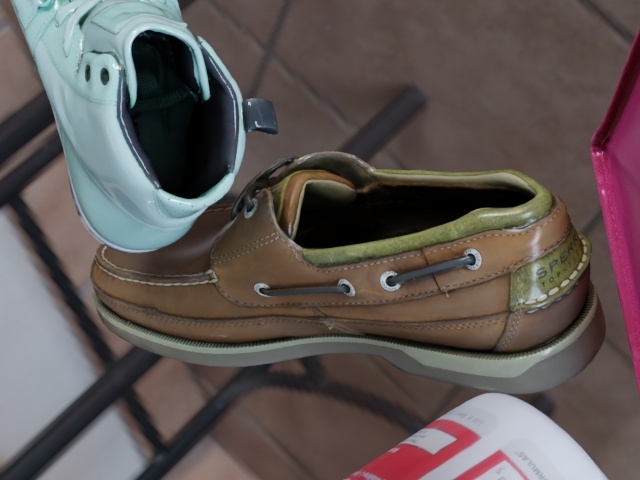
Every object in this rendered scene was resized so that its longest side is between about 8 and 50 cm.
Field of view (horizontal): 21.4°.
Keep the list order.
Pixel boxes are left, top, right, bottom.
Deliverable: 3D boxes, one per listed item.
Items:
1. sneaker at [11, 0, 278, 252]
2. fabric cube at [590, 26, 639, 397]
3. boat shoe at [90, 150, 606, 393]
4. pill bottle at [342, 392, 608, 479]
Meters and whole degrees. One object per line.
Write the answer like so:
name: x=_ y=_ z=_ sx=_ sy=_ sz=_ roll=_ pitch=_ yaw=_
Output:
sneaker: x=-0.096 y=-0.125 z=0.821 sx=0.151 sy=0.094 sz=0.255 roll=-17 pitch=91 yaw=68
fabric cube: x=0.292 y=-0.014 z=0.767 sx=0.258 sy=0.259 sz=0.254 roll=-2 pitch=150 yaw=-6
boat shoe: x=0.000 y=0.000 z=0.897 sx=0.307 sy=0.110 sz=0.104 roll=2 pitch=129 yaw=29
pill bottle: x=0.023 y=0.302 z=1.213 sx=0.229 sy=0.408 sz=0.229 roll=51 pitch=160 yaw=26
